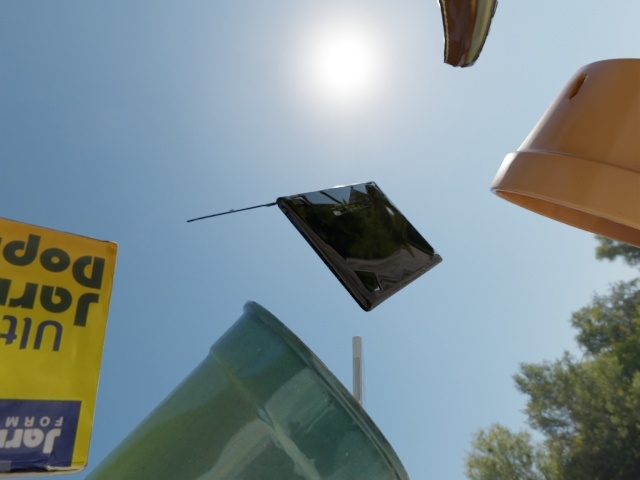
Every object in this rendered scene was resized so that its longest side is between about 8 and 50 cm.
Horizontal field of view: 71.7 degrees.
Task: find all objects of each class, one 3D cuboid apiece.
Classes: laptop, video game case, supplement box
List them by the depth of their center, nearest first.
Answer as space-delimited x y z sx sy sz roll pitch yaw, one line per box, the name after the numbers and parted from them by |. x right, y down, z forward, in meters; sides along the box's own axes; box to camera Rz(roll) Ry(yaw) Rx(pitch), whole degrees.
-0.362 0.131 0.428 0.194 0.356 0.195 17 -124 -37 | supplement box
0.085 0.334 0.973 0.201 0.023 0.184 77 -167 -54 | video game case
0.000 0.000 0.996 0.382 0.408 0.236 -19 -25 -54 | laptop

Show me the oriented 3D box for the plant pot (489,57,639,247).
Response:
0.419 -0.116 0.624 0.290 0.290 0.204 11 -79 -49 | plant pot

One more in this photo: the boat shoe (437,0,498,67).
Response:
0.147 -0.351 0.479 0.324 0.119 0.123 76 -149 -52 | boat shoe

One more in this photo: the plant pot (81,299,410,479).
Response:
-0.118 0.317 0.585 0.334 0.341 0.341 -40 -49 -21 | plant pot
